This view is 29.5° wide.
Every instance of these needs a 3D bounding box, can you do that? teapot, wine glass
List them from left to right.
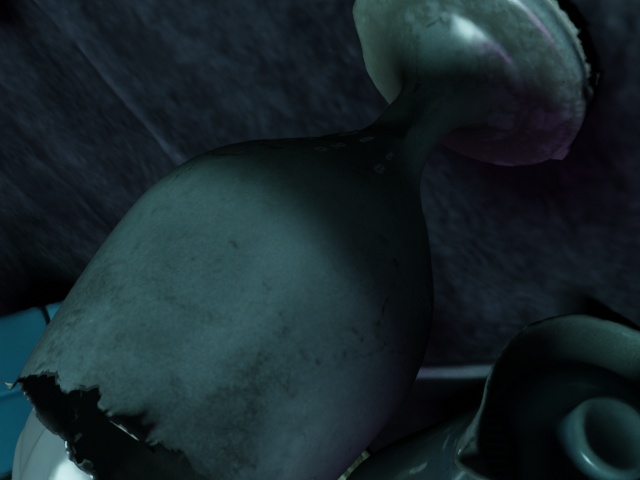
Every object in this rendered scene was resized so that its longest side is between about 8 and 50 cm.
[{"bbox_3d":[0.000,0.000,0.464,0.126,0.241,0.126,28,148,19],"label":"wine glass"},{"bbox_3d":[0.121,0.150,0.646,0.203,0.171,0.225,8,145,-14],"label":"teapot"}]

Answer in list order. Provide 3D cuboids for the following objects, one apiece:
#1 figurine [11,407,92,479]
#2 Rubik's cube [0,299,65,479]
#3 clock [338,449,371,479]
[{"bbox_3d":[-0.065,0.088,0.652,0.133,0.236,0.176,36,148,0],"label":"figurine"},{"bbox_3d":[-0.242,0.177,0.908,0.224,0.265,0.212,-41,66,63],"label":"Rubik's cube"},{"bbox_3d":[-0.041,0.172,0.952,0.235,0.029,0.235,27,150,18],"label":"clock"}]
